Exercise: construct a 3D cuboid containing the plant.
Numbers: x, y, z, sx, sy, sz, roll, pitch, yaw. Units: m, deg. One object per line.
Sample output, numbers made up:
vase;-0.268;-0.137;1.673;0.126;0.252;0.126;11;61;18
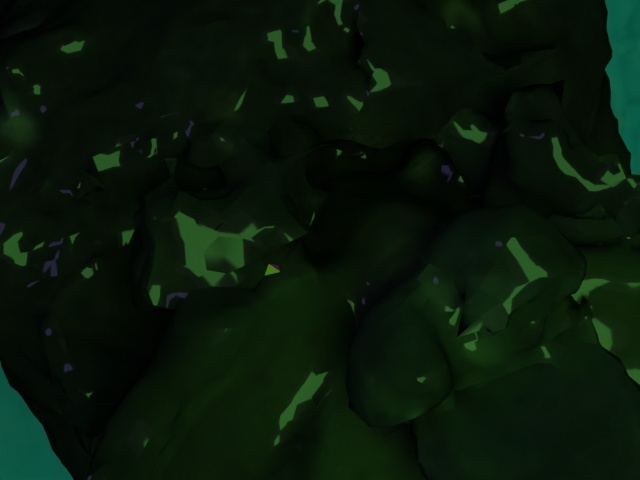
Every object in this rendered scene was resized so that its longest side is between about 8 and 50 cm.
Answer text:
plant;0.000;0.000;0.452;0.215;0.312;0.213;-29;112;-5
